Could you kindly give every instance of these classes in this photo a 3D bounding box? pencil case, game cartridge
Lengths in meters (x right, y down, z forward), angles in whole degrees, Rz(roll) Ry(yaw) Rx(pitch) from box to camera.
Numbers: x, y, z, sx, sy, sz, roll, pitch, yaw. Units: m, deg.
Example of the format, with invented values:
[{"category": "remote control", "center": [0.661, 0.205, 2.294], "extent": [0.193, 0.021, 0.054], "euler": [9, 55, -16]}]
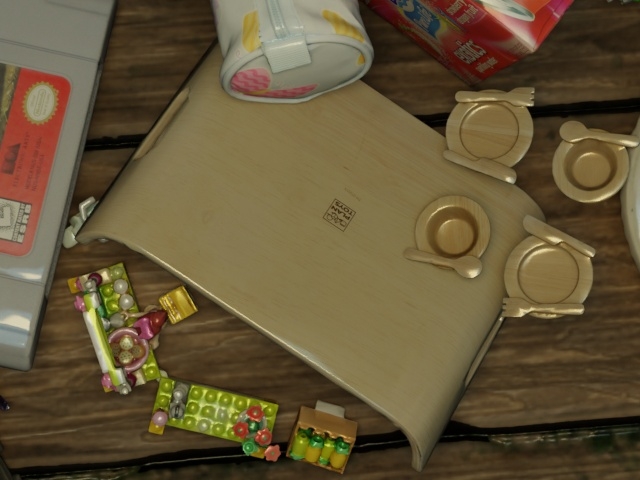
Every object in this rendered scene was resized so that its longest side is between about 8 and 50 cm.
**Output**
[{"category": "pencil case", "center": [-0.037, -0.236, 1.303], "extent": [0.113, 0.124, 0.273], "euler": [-8, 74, -9]}, {"category": "game cartridge", "center": [-0.275, -0.065, 1.330], "extent": [0.196, 0.060, 0.294], "euler": [11, 77, 0]}]

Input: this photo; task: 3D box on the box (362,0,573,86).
[{"category": "box", "center": [0.113, -0.202, 1.278], "extent": [0.128, 0.257, 0.122], "euler": [38, 87, -4]}]

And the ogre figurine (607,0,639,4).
[{"category": "ogre figurine", "center": [0.281, -0.237, 1.370], "extent": [0.197, 0.097, 0.118], "euler": [3, 80, -15]}]

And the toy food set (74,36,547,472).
[{"category": "toy food set", "center": [0.000, 0.000, 1.342], "extent": [0.306, 0.092, 0.219], "euler": [33, 62, -1]}]

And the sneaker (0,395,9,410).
[{"category": "sneaker", "center": [-0.349, 0.135, 1.351], "extent": [0.224, 0.083, 0.098], "euler": [-25, 98, -3]}]

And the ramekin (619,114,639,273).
[{"category": "ramekin", "center": [0.340, -0.034, 1.301], "extent": [0.273, 0.127, 0.272], "euler": [6, 103, 29]}]

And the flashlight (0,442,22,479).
[{"category": "flashlight", "center": [-0.365, 0.249, 1.345], "extent": [0.304, 0.103, 0.103], "euler": [-27, 118, -1]}]

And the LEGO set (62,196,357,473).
[{"category": "LEGO set", "center": [-0.099, 0.093, 1.349], "extent": [0.132, 0.107, 0.287], "euler": [-41, 93, -1]}]

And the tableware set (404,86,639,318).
[{"category": "tableware set", "center": [0.143, -0.029, 1.299], "extent": [0.141, 0.020, 0.168], "euler": [17, 80, 16]}]
